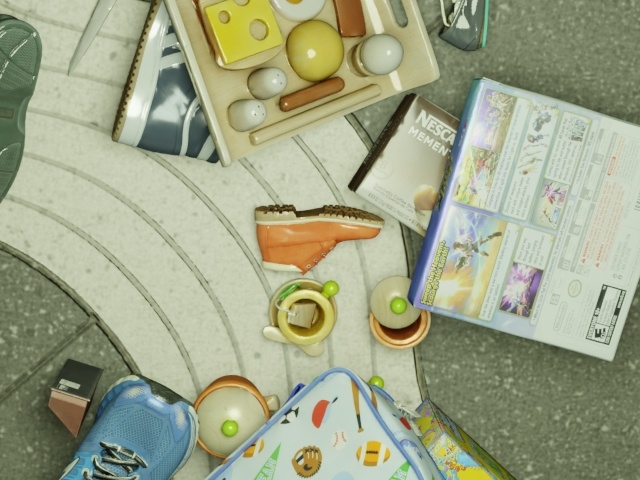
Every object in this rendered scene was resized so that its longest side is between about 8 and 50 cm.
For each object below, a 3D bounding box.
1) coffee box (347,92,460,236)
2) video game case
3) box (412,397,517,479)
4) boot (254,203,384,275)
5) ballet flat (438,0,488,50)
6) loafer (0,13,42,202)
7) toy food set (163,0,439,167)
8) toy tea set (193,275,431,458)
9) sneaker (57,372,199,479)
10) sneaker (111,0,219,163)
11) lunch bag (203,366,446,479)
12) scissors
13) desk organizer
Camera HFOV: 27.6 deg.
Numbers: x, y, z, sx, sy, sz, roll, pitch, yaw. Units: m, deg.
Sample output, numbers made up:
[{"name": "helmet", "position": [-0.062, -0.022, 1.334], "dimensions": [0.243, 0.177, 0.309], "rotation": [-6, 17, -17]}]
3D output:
[{"name": "coffee box", "position": [0.175, -0.054, 1.557], "dimensions": [0.246, 0.098, 0.141], "rotation": [32, 94, -7]}, {"name": "video game case", "position": [0.253, -0.024, 1.484], "dimensions": [0.244, 0.061, 0.270], "rotation": [16, 96, -8]}, {"name": "box", "position": [0.139, 0.403, 1.581], "dimensions": [0.279, 0.177, 0.290], "rotation": [44, 94, -7]}, {"name": "boot", "position": [0.000, 0.000, 1.583], "dimensions": [0.158, 0.059, 0.085], "rotation": [0, 101, 6]}, {"name": "ballet flat", "position": [0.175, -0.327, 1.536], "dimensions": [0.074, 0.074, 0.203], "rotation": [8, 100, -3]}, {"name": "loafer", "position": [-0.400, -0.139, 1.544], "dimensions": [0.096, 0.084, 0.267], "rotation": [15, 102, -36]}, {"name": "toy food set", "position": [-0.021, -0.237, 1.478], "dimensions": [0.306, 0.092, 0.220], "rotation": [-25, 100, -29]}, {"name": "toy tea set", "position": [-0.012, 0.167, 1.567], "dimensions": [0.200, 0.124, 0.336], "rotation": [35, 95, -6]}, {"name": "sneaker", "position": [-0.248, 0.297, 1.517], "dimensions": [0.129, 0.147, 0.330], "rotation": [29, 118, -5]}, {"name": "sneaker", "position": [-0.132, -0.228, 1.524], "dimensions": [0.153, 0.099, 0.282], "rotation": [18, 90, -13]}, {"name": "lunch bag", "position": [-0.004, 0.296, 1.454], "dimensions": [0.303, 0.243, 0.115], "rotation": [-42, 142, 8]}, {"name": "scissors", "position": [-0.220, -0.325, 1.533], "dimensions": [0.109, 0.021, 0.297], "rotation": [16, 97, 8]}, {"name": "desk organizer", "position": [-0.296, 0.187, 1.557], "dimensions": [0.047, 0.130, 0.050], "rotation": [18, 99, -5]}]
